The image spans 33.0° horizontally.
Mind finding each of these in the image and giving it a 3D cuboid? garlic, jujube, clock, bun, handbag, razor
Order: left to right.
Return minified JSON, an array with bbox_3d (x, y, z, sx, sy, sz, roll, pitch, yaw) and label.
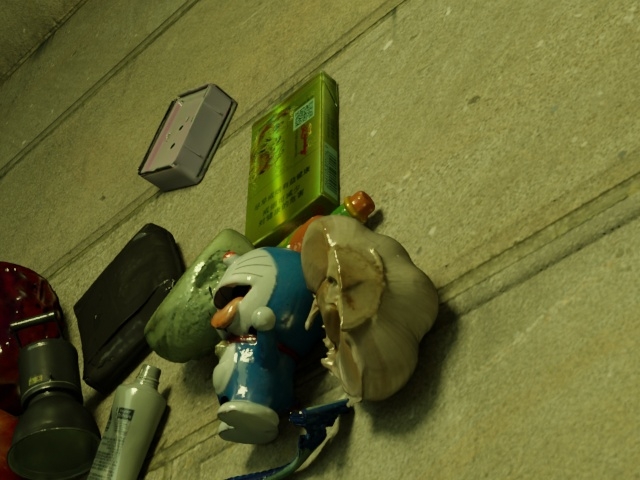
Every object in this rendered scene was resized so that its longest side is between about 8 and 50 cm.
[{"bbox_3d":[-0.601,0.184,2.009,0.258,0.258,0.377,-48,37,10],"label":"jujube"},{"bbox_3d":[-0.330,0.109,1.845,0.247,0.080,0.223,-47,31,13],"label":"handbag"},{"bbox_3d":[-0.253,-0.197,2.058,0.144,0.073,0.193,-8,53,51],"label":"clock"},{"bbox_3d":[-0.162,0.088,1.574,0.221,0.108,0.221,-52,4,5],"label":"bun"},{"bbox_3d":[-0.091,0.294,1.354,0.324,0.093,0.056,-37,69,32],"label":"razor"},{"bbox_3d":[0.061,0.074,1.283,0.178,0.142,0.229,108,143,-64],"label":"garlic"}]

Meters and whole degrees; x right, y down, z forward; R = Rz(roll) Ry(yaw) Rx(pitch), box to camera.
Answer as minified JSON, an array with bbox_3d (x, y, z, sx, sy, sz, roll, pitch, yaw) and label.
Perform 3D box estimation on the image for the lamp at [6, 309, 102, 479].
[{"bbox_3d":[-0.429,0.254,1.736,0.147,0.172,0.227,-16,48,-2],"label":"lamp"}]

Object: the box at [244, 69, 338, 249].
[{"bbox_3d":[-0.045,-0.123,1.722,0.173,0.043,0.311,-35,35,29],"label":"box"}]

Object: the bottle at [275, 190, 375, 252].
[{"bbox_3d":[0.000,0.000,1.511,0.187,0.069,0.069,-40,33,19],"label":"bottle"}]

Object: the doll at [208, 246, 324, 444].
[{"bbox_3d":[-0.082,0.132,1.404,0.215,0.161,0.257,122,164,-60],"label":"doll"}]

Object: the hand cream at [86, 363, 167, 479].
[{"bbox_3d":[-0.302,0.346,1.595,0.124,0.077,0.341,-5,63,52],"label":"hand cream"}]

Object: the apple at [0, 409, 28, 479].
[{"bbox_3d":[-0.612,0.396,1.748,0.317,0.288,0.288,-51,25,41],"label":"apple"}]
